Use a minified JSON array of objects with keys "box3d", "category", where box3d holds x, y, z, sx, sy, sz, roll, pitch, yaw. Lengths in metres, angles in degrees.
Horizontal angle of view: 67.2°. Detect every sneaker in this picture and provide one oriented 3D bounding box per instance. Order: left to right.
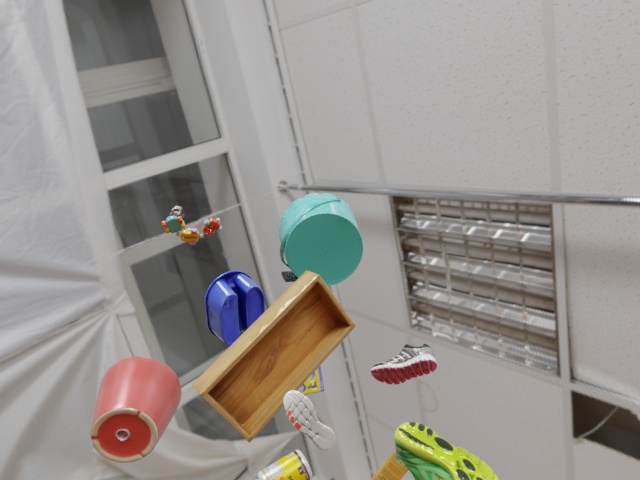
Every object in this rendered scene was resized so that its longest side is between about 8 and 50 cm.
[{"box3d":[-0.032,0.392,1.056,0.158,0.061,0.065,55,-17,-8],"category":"sneaker"},{"box3d":[0.203,0.295,1.171,0.170,0.074,0.063,-24,-67,26],"category":"sneaker"},{"box3d":[0.302,0.553,1.142,0.296,0.109,0.123,30,-52,38],"category":"sneaker"}]

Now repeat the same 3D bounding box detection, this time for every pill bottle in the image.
[{"box3d":[-0.146,0.862,1.742,0.117,0.215,0.117,49,-28,38],"category":"pill bottle"}]

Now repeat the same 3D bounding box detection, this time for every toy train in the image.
[{"box3d":[-0.383,-0.052,1.428,0.125,0.166,0.046,-46,-138,21],"category":"toy train"}]

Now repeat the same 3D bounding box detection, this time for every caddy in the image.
[{"box3d":[-0.387,0.303,2.163,0.179,0.241,0.341,30,-53,46],"category":"caddy"}]

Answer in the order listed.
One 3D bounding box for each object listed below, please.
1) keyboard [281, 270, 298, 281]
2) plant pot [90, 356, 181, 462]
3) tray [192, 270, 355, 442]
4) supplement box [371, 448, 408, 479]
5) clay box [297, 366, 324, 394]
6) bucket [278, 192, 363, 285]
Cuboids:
[{"box3d":[-0.089,0.145,2.209,0.100,0.192,0.038,50,-48,46],"category":"keyboard"},{"box3d":[-0.602,0.552,1.551,0.243,0.275,0.274,-115,-169,-72],"category":"plant pot"},{"box3d":[-0.109,0.294,1.260,0.076,0.411,0.202,14,-37,57],"category":"tray"},{"box3d":[0.280,0.772,1.691,0.078,0.080,0.233,39,-83,20],"category":"supplement box"},{"box3d":[-0.106,0.501,1.750,0.053,0.222,0.127,110,-28,-68],"category":"clay box"},{"box3d":[0.000,0.000,1.527,0.183,0.281,0.281,-111,-171,-70],"category":"bucket"}]
